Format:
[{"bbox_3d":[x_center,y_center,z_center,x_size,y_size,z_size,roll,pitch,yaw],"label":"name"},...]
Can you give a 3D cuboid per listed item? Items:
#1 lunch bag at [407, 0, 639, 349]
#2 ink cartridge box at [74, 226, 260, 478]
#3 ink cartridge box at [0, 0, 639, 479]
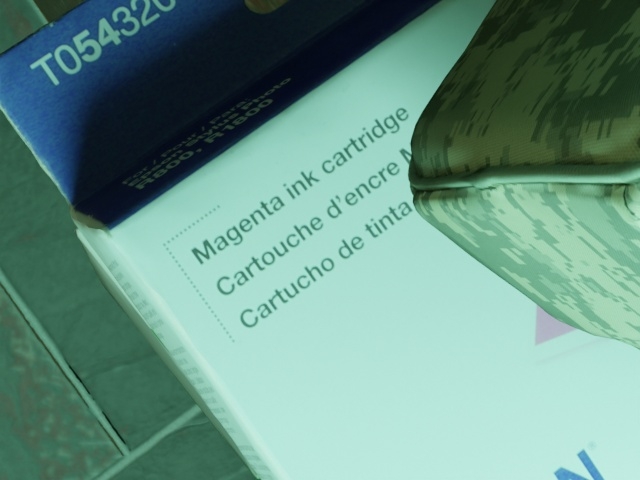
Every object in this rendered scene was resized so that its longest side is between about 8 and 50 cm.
[{"bbox_3d":[0.201,-0.027,0.593,0.256,0.213,0.305,38,172,-11],"label":"lunch bag"},{"bbox_3d":[0.000,0.000,1.244,0.201,0.278,0.117,50,170,19],"label":"ink cartridge box"},{"bbox_3d":[0.076,-0.032,0.764,0.330,0.324,0.071,54,167,-4],"label":"ink cartridge box"}]
